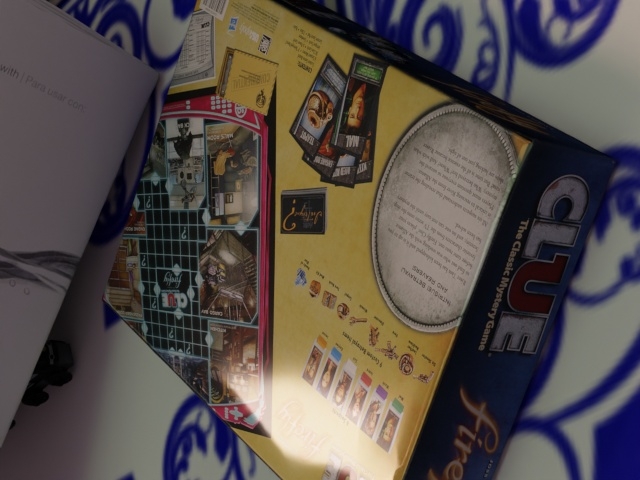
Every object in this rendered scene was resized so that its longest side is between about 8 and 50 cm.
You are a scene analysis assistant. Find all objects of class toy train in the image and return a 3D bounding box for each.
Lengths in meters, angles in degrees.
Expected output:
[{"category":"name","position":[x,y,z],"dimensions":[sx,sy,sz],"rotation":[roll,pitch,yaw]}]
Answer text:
[{"category":"toy train","position":[-0.188,0.096,0.926],"dimensions":[0.158,0.036,0.027],"rotation":[-39,55,33]}]

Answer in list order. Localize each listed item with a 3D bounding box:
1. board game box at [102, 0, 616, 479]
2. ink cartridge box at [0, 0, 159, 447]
[{"category":"board game box","position":[0.000,0.000,0.695],"dimensions":[0.243,0.042,0.165],"rotation":[37,112,52]},{"category":"ink cartridge box","position":[-0.223,0.009,0.894],"dimensions":[0.207,0.117,0.283],"rotation":[12,77,56]}]
